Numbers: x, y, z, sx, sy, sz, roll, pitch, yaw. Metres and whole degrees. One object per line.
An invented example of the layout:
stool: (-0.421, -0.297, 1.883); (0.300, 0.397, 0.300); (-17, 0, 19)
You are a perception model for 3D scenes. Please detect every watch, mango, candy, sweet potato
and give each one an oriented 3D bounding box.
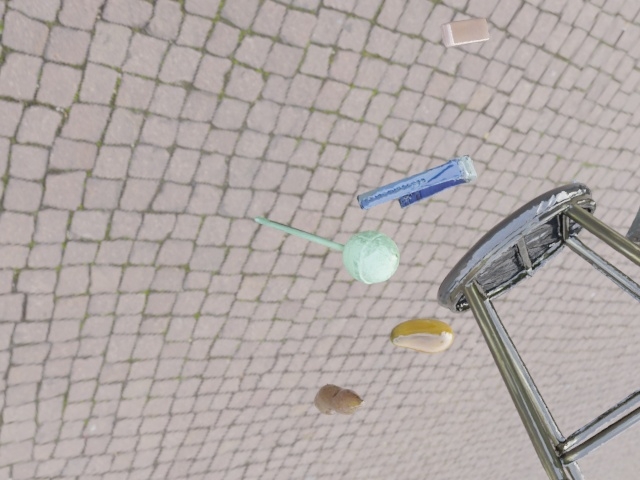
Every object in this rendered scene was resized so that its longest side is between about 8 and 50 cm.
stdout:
watch: (0.274, -0.157, 1.811); (0.274, 0.068, 0.276); (-21, 173, 31)
mango: (0.279, 0.266, 1.851); (0.184, 0.102, 0.085); (-1, 131, -7)
candy: (0.000, 0.000, 1.570); (0.119, 0.440, 0.119); (-19, 117, -43)
sweet potato: (0.032, 0.311, 1.300); (0.051, 0.065, 0.218); (-43, -177, -24)

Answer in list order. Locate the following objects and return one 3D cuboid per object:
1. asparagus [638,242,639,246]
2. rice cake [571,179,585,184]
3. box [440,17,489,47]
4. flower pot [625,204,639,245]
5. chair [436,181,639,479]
asparagus: (0.716, -0.092, 1.258); (0.128, 0.108, 0.382); (1, 121, -16)
rice cake: (0.626, -0.065, 1.690); (0.042, 0.030, 0.180); (14, 99, -20)
box: (0.280, -0.402, 1.287); (0.115, 0.025, 0.048); (-20, 101, -34)
flower pot: (0.855, -0.021, 1.657); (0.103, 0.229, 0.108); (28, 94, -2)
chair: (0.419, 0.154, 1.022); (0.362, 0.410, 0.364); (-39, 157, 10)
